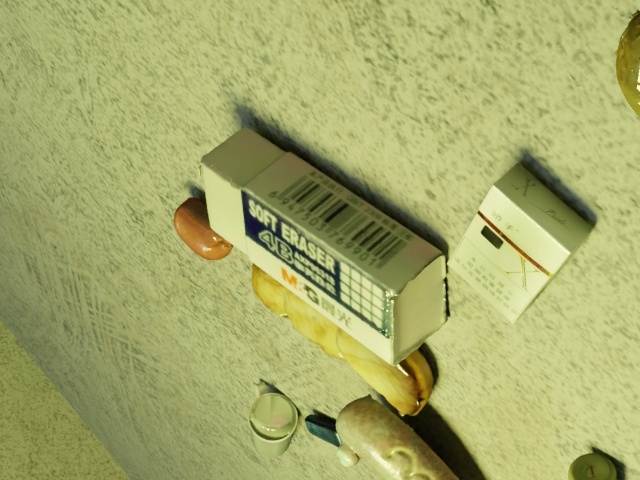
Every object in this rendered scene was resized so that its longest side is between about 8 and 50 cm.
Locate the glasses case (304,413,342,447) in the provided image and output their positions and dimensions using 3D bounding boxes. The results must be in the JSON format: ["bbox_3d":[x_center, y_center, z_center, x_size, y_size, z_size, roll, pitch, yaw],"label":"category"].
[{"bbox_3d":[0.011,0.270,1.659,0.083,0.023,0.034,14,129,50],"label":"glasses case"}]

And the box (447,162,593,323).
[{"bbox_3d":[0.168,0.006,0.992,0.084,0.040,0.154,45,157,13],"label":"box"}]

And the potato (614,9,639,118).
[{"bbox_3d":[0.234,-0.086,0.711,0.091,0.070,0.138,6,132,55],"label":"potato"}]

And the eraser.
[{"bbox_3d":[0.000,0.000,1.216,0.287,0.086,0.130,36,150,29],"label":"eraser"}]

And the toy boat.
[{"bbox_3d":[0.100,0.287,1.409,0.227,0.085,0.155,48,170,-16],"label":"toy boat"}]

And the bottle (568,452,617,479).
[{"bbox_3d":[0.277,0.261,1.160,0.047,0.063,0.101,-1,135,21],"label":"bottle"}]

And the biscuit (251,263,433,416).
[{"bbox_3d":[0.017,0.096,1.370,0.299,0.045,0.154,35,155,31],"label":"biscuit"}]

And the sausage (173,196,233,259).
[{"bbox_3d":[-0.149,-0.015,1.481,0.094,0.059,0.054,40,137,29],"label":"sausage"}]

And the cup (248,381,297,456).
[{"bbox_3d":[-0.079,0.273,1.774,0.116,0.074,0.104,97,153,-64],"label":"cup"}]
